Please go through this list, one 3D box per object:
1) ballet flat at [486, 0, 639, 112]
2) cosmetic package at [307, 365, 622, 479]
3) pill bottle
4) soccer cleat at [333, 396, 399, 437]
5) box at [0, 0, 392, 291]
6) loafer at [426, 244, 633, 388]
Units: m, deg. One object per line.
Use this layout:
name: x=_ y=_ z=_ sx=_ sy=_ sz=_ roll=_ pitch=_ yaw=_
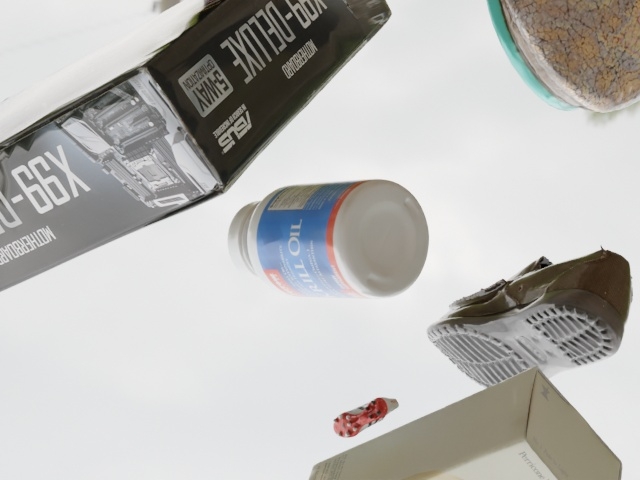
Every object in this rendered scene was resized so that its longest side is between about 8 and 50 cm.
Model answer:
ballet flat: x=0.146 y=-0.162 z=0.557 sx=0.107 sy=0.106 sz=0.316 roll=49 pitch=-142 yaw=-17
cosmetic package: x=0.140 y=0.270 z=1.499 sx=0.160 sy=0.309 sz=0.113 roll=47 pitch=-144 yaw=-19
pill bottle: x=0.000 y=0.000 z=1.526 sx=0.124 sy=0.124 sz=0.221 roll=-18 pitch=-171 yaw=-36
soccer cleat: x=0.047 y=0.185 z=1.499 sx=0.036 sy=0.083 sz=0.029 roll=-4 pitch=-114 yaw=-46
box: x=-0.135 y=-0.062 z=0.849 sx=0.307 sy=0.076 sz=0.242 roll=-22 pitch=-163 yaw=33
loafer: x=0.270 y=0.097 z=1.778 sx=0.134 sy=0.366 sz=0.130 roll=46 pitch=-117 yaw=-14
